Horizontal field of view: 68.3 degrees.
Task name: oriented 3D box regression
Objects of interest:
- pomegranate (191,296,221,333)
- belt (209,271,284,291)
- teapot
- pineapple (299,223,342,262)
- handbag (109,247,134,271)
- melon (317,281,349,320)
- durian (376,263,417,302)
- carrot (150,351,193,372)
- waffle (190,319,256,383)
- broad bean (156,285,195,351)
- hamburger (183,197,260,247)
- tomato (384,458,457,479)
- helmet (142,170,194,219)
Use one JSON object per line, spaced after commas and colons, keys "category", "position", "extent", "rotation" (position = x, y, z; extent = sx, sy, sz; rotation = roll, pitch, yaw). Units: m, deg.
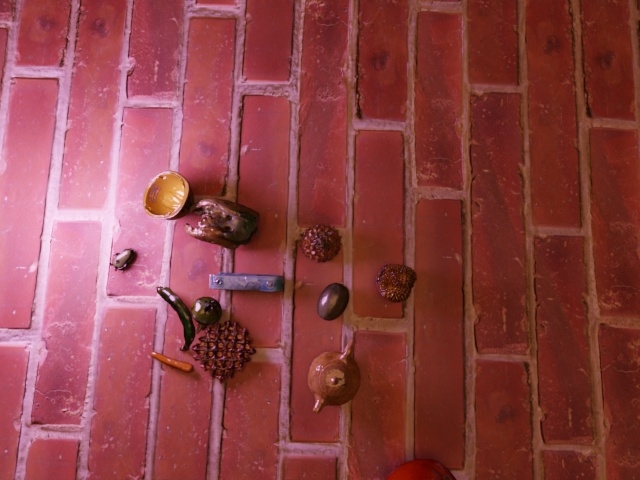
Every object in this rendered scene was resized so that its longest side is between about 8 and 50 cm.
{"category": "pomegranate", "position": [-0.455, 0.294, 1.862], "extent": [0.122, 0.122, 0.161], "rotation": [24, 108, 3]}
{"category": "belt", "position": [-0.295, 0.169, 1.893], "extent": [0.303, 0.087, 0.072], "rotation": [3, 94, 0]}
{"category": "teapot", "position": [0.059, 0.515, 1.799], "extent": [0.203, 0.167, 0.311], "rotation": [29, 82, 4]}
{"category": "pineapple", "position": [0.002, 0.003, 1.891], "extent": [0.176, 0.137, 0.161], "rotation": [0, 82, -1]}
{"category": "handbag", "position": [-0.802, 0.071, 1.919], "extent": [0.072, 0.047, 0.111], "rotation": [44, 86, 5]}
{"category": "melon", "position": [0.051, 0.238, 1.869], "extent": [0.114, 0.114, 0.167], "rotation": [26, 85, 3]}
{"category": "durian", "position": [0.300, 0.169, 1.875], "extent": [0.168, 0.137, 0.158], "rotation": [12, 61, -7]}
{"category": "carrot", "position": [-0.592, 0.479, 1.865], "extent": [0.190, 0.037, 0.037], "rotation": [19, 82, 4]}
{"category": "waffle", "position": [-0.377, 0.432, 1.860], "extent": [0.234, 0.055, 0.221], "rotation": [-43, 92, -2]}
{"category": "broad bean", "position": [-0.564, 0.294, 1.858], "extent": [0.144, 0.049, 0.291], "rotation": [-31, 81, 38]}
{"category": "hamburger", "position": [-0.367, -0.066, 1.844], "extent": [0.288, 0.192, 0.167], "rotation": [18, 74, -28]}
{"category": "tomato", "position": [0.360, 0.958, 1.681], "extent": [0.322, 0.321, 0.321], "rotation": [0, 81, -1]}
{"category": "helmet", "position": [-0.583, -0.161, 1.903], "extent": [0.257, 0.140, 0.205], "rotation": [19, 82, 31]}
